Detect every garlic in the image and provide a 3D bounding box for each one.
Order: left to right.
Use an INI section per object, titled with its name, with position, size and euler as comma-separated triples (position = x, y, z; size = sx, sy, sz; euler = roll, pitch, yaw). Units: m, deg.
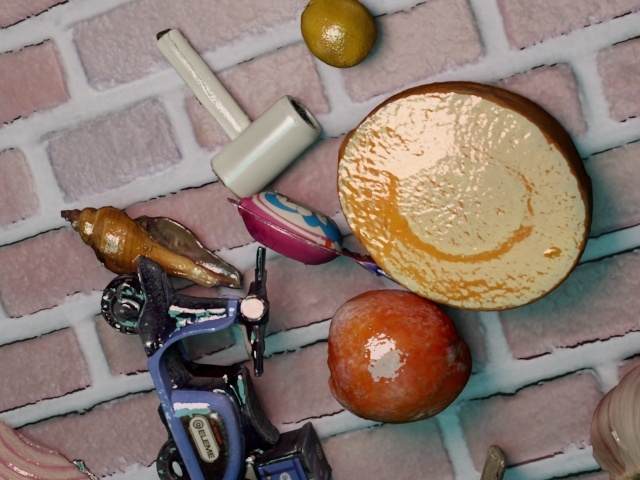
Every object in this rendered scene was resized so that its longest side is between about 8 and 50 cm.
[garlic]
position = 0.445, 0.248, 1.736
size = 0.256, 0.207, 0.207
euler = 16, 104, -14

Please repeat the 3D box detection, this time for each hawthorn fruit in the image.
[hawthorn fruit]
position = 0.093, 0.139, 1.803
size = 0.172, 0.173, 0.173
euler = 2, 100, 13

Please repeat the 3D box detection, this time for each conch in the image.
[conch]
position = -0.215, 0.013, 1.898
size = 0.232, 0.086, 0.080
euler = 17, 145, -19

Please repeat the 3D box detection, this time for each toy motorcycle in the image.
[toy motorcycle]
position = -0.125, 0.171, 1.867
size = 0.212, 0.125, 0.359
euler = -17, 107, 11

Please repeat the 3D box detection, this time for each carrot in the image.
[carrot]
position = 0.168, -0.056, 1.772
size = 0.307, 0.100, 0.258
euler = 23, 98, 6

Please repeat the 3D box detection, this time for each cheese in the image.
[cheese]
position = 0.000, 0.000, 1.815
size = 0.244, 0.155, 0.062
euler = 25, 95, -8

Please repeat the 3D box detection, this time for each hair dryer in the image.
[hair dryer]
position = -0.116, -0.177, 1.860
size = 0.131, 0.073, 0.236
euler = -42, 79, 15

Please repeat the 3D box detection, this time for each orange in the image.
[orange]
position = 0.019, -0.249, 1.794
size = 0.095, 0.085, 0.085
euler = 35, 106, 0

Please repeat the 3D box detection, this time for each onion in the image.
[onion]
position = -0.429, 0.380, 2.003
size = 0.250, 0.111, 0.247
euler = 27, 103, 6

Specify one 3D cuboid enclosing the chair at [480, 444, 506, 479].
[chair]
position = 0.127, 0.412, 1.846
size = 0.186, 0.160, 0.319
euler = 3, 103, 12
